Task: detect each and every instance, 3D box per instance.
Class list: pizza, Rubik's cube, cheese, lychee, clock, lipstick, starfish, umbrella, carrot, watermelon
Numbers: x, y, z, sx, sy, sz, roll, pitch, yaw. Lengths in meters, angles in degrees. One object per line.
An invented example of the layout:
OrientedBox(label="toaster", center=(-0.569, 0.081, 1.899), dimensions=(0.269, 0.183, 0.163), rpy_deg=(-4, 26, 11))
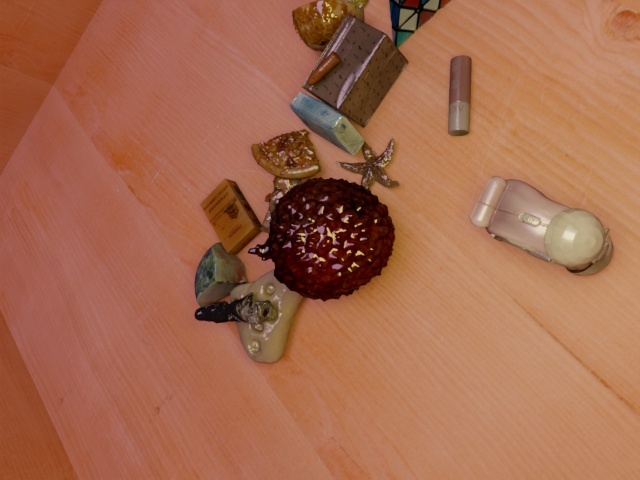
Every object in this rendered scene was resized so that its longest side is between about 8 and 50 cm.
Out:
OrientedBox(label="pizza", center=(-0.142, -0.166, 1.906), dimensions=(0.189, 0.071, 0.297), rpy_deg=(12, 84, 33))
OrientedBox(label="Rubik's cube", center=(0.284, -0.867, 1.633), dimensions=(0.284, 0.234, 0.250), rpy_deg=(-33, 86, 21))
OrientedBox(label="cheese", center=(-0.176, 0.290, 1.833), dimensions=(0.351, 0.130, 0.328), rpy_deg=(-24, 71, 26))
OrientedBox(label="lychee", center=(0.000, 0.000, 1.611), dimensions=(0.500, 0.424, 0.424), rpy_deg=(-9, 79, 14))
OrientedBox(label="clock", center=(0.620, -0.029, 1.324), dimensions=(0.326, 0.342, 0.184), rpy_deg=(35, 106, 36))
OrientedBox(label="pizza", center=(-0.126, -0.350, 1.883), dimensions=(0.336, 0.086, 0.226), rpy_deg=(24, 78, 29))
OrientedBox(label="lipstick", center=(0.466, -0.483, 1.608), dimensions=(0.070, 0.070, 0.254), rpy_deg=(0, 84, 29))
OrientedBox(label="starfish", center=(0.188, -0.269, 1.740), dimensions=(0.277, 0.062, 0.235), rpy_deg=(27, 98, 36))
OrientedBox(label="umbrella", center=(-0.339, 0.262, 1.798), dimensions=(0.358, 0.113, 0.106), rpy_deg=(-7, 99, 33))
OrientedBox(label="carrot", center=(0.007, -0.577, 1.633), dimensions=(0.139, 0.048, 0.048), rpy_deg=(-39, 67, 24))
OrientedBox(label="watermelon", center=(-0.407, 0.136, 2.001), dimensions=(0.320, 0.214, 0.289), rpy_deg=(110, 167, -47))

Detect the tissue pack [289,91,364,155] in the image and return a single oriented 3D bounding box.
OrientedBox(label="tissue pack", center=(0.025, -0.430, 1.762), dimensions=(0.263, 0.177, 0.089), rpy_deg=(38, 92, 39))

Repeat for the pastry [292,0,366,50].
OrientedBox(label="pastry", center=(0.028, -0.798, 1.810), dimensions=(0.256, 0.237, 0.170), rpy_deg=(8, 106, 28))

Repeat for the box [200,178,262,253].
OrientedBox(label="box", center=(-0.377, -0.101, 2.026), dimensions=(0.174, 0.076, 0.274), rpy_deg=(-42, 66, 20))

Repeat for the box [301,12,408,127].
OrientedBox(label="box", center=(0.128, -0.596, 1.721), dimensions=(0.190, 0.225, 0.297), rpy_deg=(43, 106, 27))

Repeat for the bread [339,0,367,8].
OrientedBox(label="bread", center=(0.102, -0.967, 1.879), dimensions=(0.188, 0.065, 0.149), rpy_deg=(17, 87, 32))
